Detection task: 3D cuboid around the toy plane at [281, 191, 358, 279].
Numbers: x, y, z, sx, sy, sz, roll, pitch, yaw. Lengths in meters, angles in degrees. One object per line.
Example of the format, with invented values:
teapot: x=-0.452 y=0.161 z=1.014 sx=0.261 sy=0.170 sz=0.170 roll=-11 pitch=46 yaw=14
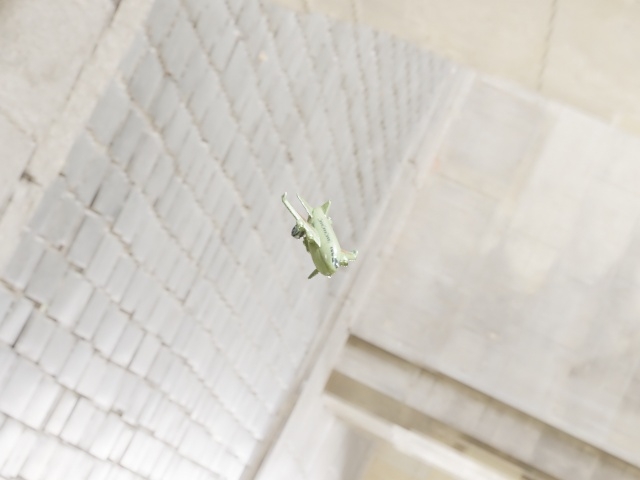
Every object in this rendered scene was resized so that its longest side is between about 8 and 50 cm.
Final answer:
toy plane: x=0.000 y=0.000 z=1.213 sx=0.040 sy=0.102 sz=0.111 roll=-41 pitch=-148 yaw=25
